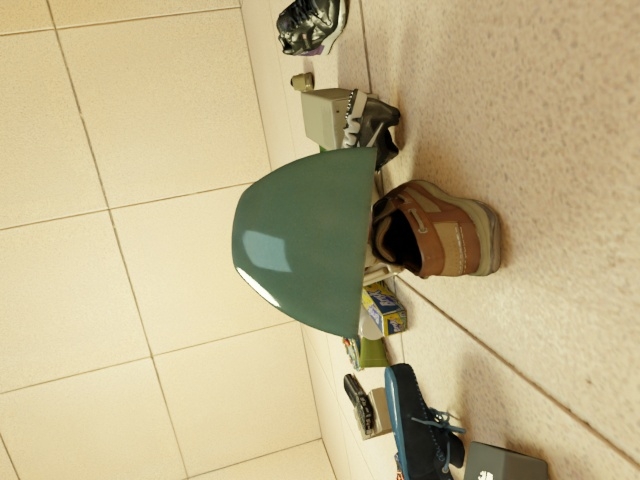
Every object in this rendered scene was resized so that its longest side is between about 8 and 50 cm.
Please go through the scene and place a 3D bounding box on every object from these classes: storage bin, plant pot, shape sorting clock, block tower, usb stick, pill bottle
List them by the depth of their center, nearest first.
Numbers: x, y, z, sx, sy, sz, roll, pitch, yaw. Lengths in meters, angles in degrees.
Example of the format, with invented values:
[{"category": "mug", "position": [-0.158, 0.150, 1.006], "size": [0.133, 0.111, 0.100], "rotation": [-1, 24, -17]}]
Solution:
[{"category": "storage bin", "position": [0.239, 0.316, 0.570], "size": [0.135, 0.098, 0.090], "rotation": [112, 172, -73]}, {"category": "plant pot", "position": [-0.024, -0.004, 0.691], "size": [0.290, 0.196, 0.289], "rotation": [5, -90, -84]}, {"category": "pill bottle", "position": [0.107, 0.182, 1.095], "size": [0.152, 0.086, 0.085], "rotation": [-132, 31, -71]}, {"category": "block tower", "position": [0.156, 0.436, 1.123], "size": [0.335, 0.097, 0.090], "rotation": [94, 161, -63]}, {"category": "plant pot", "position": [0.132, 0.282, 1.131], "size": [0.083, 0.084, 0.079], "rotation": [113, 155, -72]}, {"category": "shape sorting clock", "position": [0.092, 0.335, 1.483], "size": [0.206, 0.041, 0.206], "rotation": [168, 90, -80]}, {"category": "usb stick", "position": [0.131, 0.542, 1.510], "size": [0.278, 0.045, 0.077], "rotation": [-140, 46, -74]}]

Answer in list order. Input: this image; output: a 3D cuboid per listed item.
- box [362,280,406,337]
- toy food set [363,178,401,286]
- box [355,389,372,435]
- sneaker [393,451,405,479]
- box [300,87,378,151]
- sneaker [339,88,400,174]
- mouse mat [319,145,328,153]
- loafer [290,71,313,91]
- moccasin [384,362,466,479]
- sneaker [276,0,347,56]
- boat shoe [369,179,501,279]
[{"category": "box", "position": [0.133, 0.140, 0.995], "size": [0.169, 0.054, 0.059], "rotation": [-124, 23, -62]}, {"category": "toy food set", "position": [0.033, 0.004, 0.988], "size": [0.306, 0.093, 0.219], "rotation": [-27, 73, 48]}, {"category": "box", "position": [0.103, 0.406, 1.054], "size": [0.067, 0.018, 0.083], "rotation": [-116, 17, -57]}, {"category": "sneaker", "position": [0.206, 0.616, 1.071], "size": [0.083, 0.087, 0.221], "rotation": [-175, 73, -79]}, {"category": "box", "position": [0.035, -0.258, 0.946], "size": [0.275, 0.094, 0.113], "rotation": [-123, 23, -63]}, {"category": "sneaker", "position": [0.079, -0.144, 0.787], "size": [0.078, 0.106, 0.234], "rotation": [-76, 0, -47]}, {"category": "mouse mat", "position": [0.015, -0.257, 1.301], "size": [0.152, 0.007, 0.189], "rotation": [-131, 30, -69]}, {"category": "loafer", "position": [-0.056, -0.462, 1.312], "size": [0.148, 0.050, 0.056], "rotation": [-133, 32, -71]}, {"category": "moccasin", "position": [0.194, 0.366, 0.789], "size": [0.137, 0.117, 0.341], "rotation": [-93, -11, -76]}, {"category": "sneaker", "position": [-0.027, -0.466, 0.948], "size": [0.283, 0.124, 0.107], "rotation": [151, 106, -79]}, {"category": "boat shoe", "position": [0.128, -0.020, 0.658], "size": [0.324, 0.117, 0.122], "rotation": [-148, 47, -76]}]
